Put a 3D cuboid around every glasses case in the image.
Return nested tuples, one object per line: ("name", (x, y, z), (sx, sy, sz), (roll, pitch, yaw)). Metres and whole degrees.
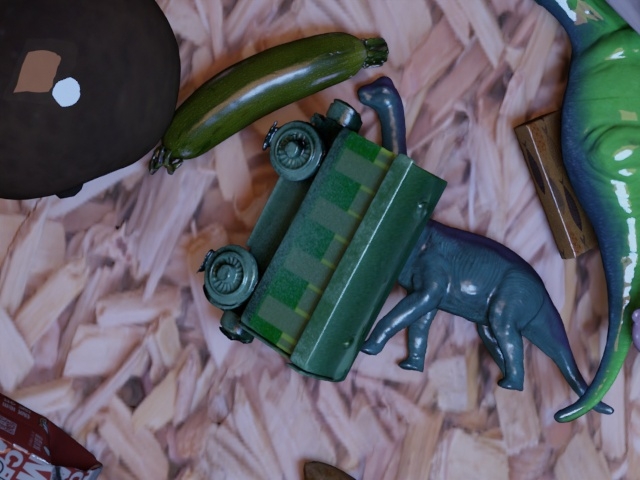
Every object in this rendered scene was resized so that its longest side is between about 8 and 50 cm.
("glasses case", (0.285, -0.066, 1.642), (0.064, 0.041, 0.170), (-26, 97, -32))

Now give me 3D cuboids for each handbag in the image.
("handbag", (-0.409, 0.257, 1.554), (0.298, 0.151, 0.171), (32, 95, -14))

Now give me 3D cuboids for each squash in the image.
("squash", (-0.069, -0.176, 1.586), (0.318, 0.080, 0.071), (-27, 59, -4))

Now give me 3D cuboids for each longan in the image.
("longan", (-0.293, -0.165, 1.484), (0.300, 0.243, 0.300), (-9, 132, -10))

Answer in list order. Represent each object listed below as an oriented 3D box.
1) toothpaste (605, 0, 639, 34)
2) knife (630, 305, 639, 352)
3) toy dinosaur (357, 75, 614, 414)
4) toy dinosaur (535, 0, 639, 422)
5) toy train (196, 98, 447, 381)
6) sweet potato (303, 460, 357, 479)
("toothpaste", (0.301, -0.343, 1.560), (0.100, 0.066, 0.323), (-29, 74, -40))
("knife", (0.496, 0.166, 1.613), (0.398, 0.038, 0.132), (32, 87, -30))
("toy dinosaur", (0.198, 0.004, 1.621), (0.383, 0.129, 0.331), (14, 84, -8))
("toy dinosaur", (0.291, -0.090, 1.571), (0.374, 0.144, 0.500), (37, 75, -6))
("toy train", (0.000, 0.000, 1.533), (0.202, 0.120, 0.301), (30, 96, 29))
("sweet potato", (0.089, 0.403, 1.635), (0.114, 0.092, 0.342), (-22, 96, 13))
